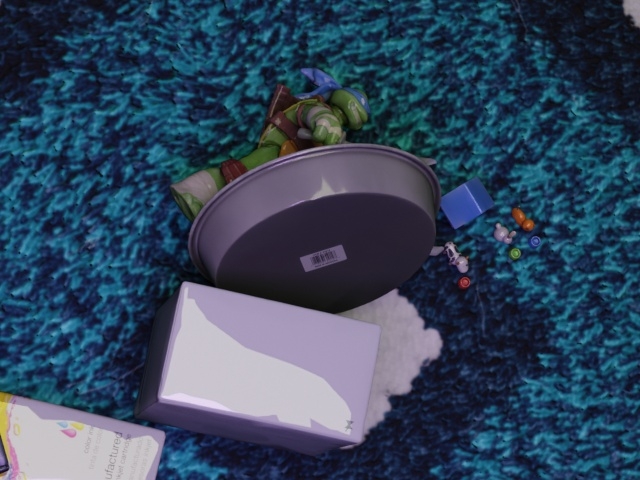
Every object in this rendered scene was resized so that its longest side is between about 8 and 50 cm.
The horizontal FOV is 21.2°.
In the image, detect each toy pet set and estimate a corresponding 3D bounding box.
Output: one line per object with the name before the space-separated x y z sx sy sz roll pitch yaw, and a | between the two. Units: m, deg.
toy pet set | 0.202 -0.019 2.070 0.122 0.065 0.114 -31 88 -16

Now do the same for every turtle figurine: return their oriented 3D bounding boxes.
turtle figurine | -0.016 -0.054 1.961 0.266 0.198 0.274 -32 85 -12

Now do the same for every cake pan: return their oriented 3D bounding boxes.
cake pan | 0.000 0.000 1.907 0.293 0.293 0.054 -7 57 -14

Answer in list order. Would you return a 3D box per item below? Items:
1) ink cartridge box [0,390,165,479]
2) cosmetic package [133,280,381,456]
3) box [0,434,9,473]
ink cartridge box | -0.344 0.282 1.862 0.306 0.131 0.226 15 77 -10
cosmetic package | -0.074 0.147 1.897 0.224 0.225 0.138 13 78 -11
box | -0.441 0.155 1.769 0.183 0.059 0.232 -15 82 -12
